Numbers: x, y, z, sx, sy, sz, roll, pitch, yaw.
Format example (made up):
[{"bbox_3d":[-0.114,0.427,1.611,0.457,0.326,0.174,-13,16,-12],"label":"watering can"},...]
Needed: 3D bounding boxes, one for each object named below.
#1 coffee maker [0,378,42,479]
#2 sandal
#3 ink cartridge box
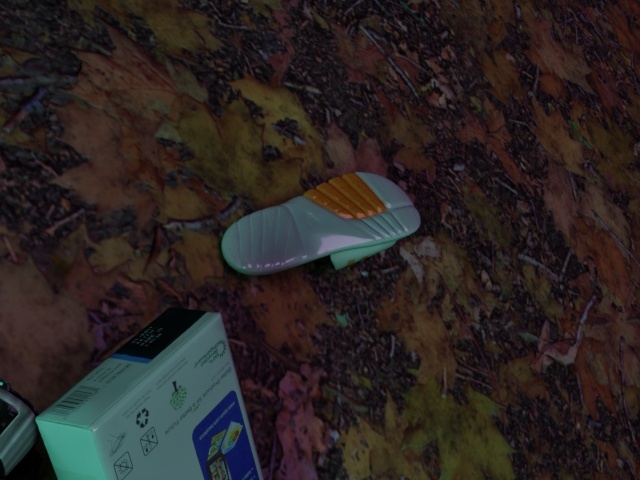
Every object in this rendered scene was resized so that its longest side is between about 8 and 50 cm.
[{"bbox_3d":[-0.283,0.197,0.622,0.120,0.171,0.178,51,24,-16],"label":"coffee maker"},{"bbox_3d":[-0.006,-0.008,1.095,0.265,0.076,0.102,-16,64,-29],"label":"sandal"},{"bbox_3d":[-0.111,0.238,0.763,0.165,0.065,0.332,-43,127,-51],"label":"ink cartridge box"}]
